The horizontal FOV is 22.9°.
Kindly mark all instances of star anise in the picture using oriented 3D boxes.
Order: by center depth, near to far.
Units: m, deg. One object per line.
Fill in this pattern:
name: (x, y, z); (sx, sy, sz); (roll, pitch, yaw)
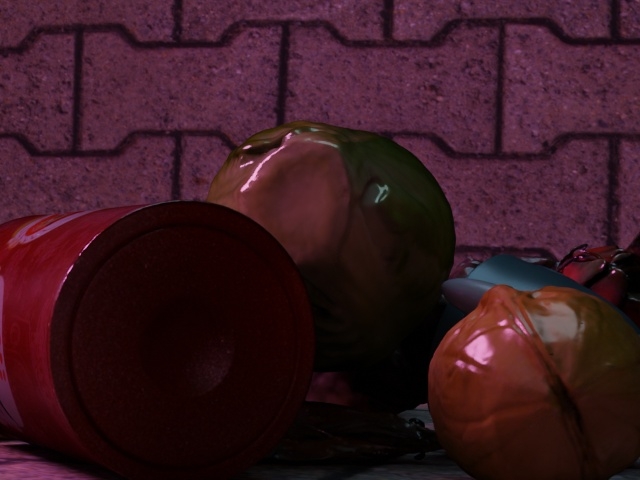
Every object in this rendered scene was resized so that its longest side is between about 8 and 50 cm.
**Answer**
star anise: (0.099, 0.101, 1.543); (0.315, 0.108, 0.315); (-34, -4, -2)

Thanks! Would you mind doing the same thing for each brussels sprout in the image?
brussels sprout: (0.000, 0.000, 1.321); (0.219, 0.210, 0.271); (33, -7, 10)

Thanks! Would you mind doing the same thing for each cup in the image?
cup: (0.204, 0.115, 1.352); (0.173, 0.167, 0.300); (21, -15, 35)

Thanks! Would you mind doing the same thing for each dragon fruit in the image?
dragon fruit: (0.301, 0.090, 1.576); (0.193, 0.192, 0.274); (7, -43, 17)

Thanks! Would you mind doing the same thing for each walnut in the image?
walnut: (0.155, 0.106, 1.126); (0.159, 0.159, 0.207); (2, 3, -2)

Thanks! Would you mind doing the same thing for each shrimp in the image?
shrimp: (0.014, 0.165, 1.301); (0.190, 0.042, 0.101); (2, 19, 3)

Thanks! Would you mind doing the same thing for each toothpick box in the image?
toothpick box: (-0.165, 0.074, 1.229); (0.204, 0.204, 0.333); (3, -3, -26)

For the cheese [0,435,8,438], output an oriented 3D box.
cheese: (-0.305, 0.118, 1.544); (0.259, 0.128, 0.316); (1, -3, -32)
